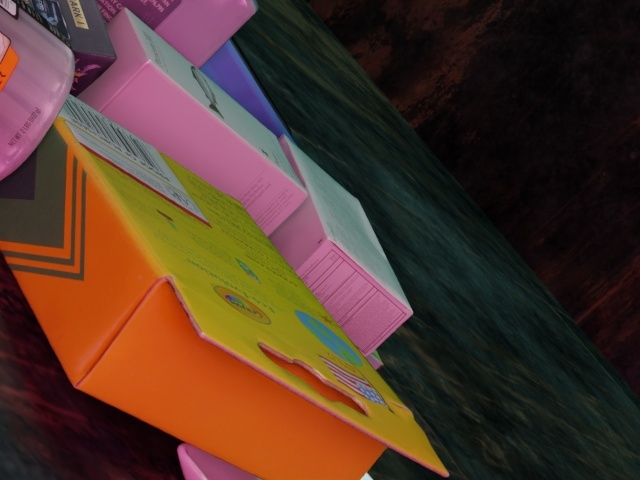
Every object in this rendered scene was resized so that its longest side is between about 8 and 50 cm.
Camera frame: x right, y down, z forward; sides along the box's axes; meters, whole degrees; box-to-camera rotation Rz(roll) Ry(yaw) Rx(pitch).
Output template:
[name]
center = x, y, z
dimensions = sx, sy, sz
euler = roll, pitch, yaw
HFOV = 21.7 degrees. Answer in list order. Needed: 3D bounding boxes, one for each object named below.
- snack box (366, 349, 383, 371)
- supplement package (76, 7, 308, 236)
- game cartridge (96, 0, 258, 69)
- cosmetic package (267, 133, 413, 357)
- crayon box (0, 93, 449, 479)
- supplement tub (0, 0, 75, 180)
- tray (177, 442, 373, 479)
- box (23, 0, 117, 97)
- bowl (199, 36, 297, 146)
[snack box]
center = -0.016, 0.053, 1.395
dimensions = 0.141, 0.037, 0.100
euler = 41, 10, -27
[supplement package]
center = -0.115, -0.073, 1.291
dimensions = 0.179, 0.105, 0.105
euler = 39, 13, -33
[game cartridge]
center = -0.201, -0.239, 1.321
dimensions = 0.297, 0.198, 0.062
euler = 45, 6, -11
[cosmetic package]
center = 0.000, 0.000, 1.381
dimensions = 0.099, 0.060, 0.239
euler = 43, 10, -22
[crayon box]
center = -0.079, 0.037, 0.973
dimensions = 0.202, 0.081, 0.318
euler = 33, 10, -37
[supplement tub]
center = -0.242, -0.121, 0.938
dimensions = 0.190, 0.117, 0.117
euler = 38, 13, -35
[tray]
center = -0.002, 0.177, 1.008
dimensions = 0.145, 0.030, 0.270
euler = 48, 11, 13
[box]
center = -0.253, -0.214, 1.132
dimensions = 0.183, 0.059, 0.233
euler = 3, 59, -50
[bowl]
center = -0.146, -0.223, 1.556
dimensions = 0.391, 0.077, 0.391
euler = 58, 1, -2
